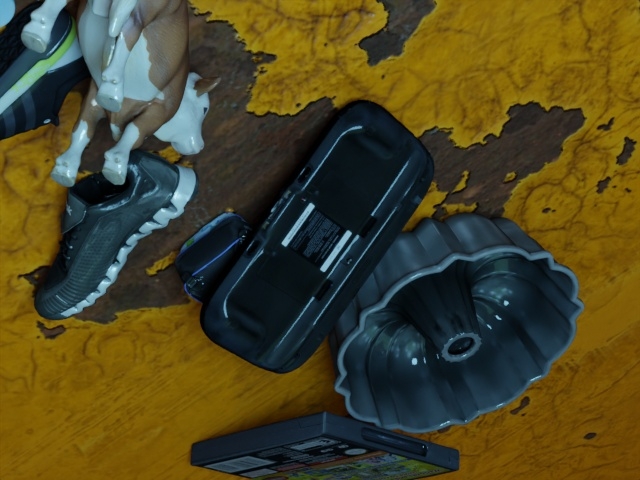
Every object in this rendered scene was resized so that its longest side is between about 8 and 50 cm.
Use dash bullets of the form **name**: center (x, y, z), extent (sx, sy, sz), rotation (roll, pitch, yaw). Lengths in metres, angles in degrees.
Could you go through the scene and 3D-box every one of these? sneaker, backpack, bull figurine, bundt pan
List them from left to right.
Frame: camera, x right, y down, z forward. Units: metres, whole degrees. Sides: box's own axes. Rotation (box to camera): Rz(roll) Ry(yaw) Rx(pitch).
- **sneaker**: center (-0.292, -0.121, 1.078), extent (0.235, 0.084, 0.097), rotation (-39, 136, 15)
- **sneaker**: center (-0.243, -0.014, 1.211), extent (0.234, 0.078, 0.106), rotation (-43, 130, 14)
- **bull figurine**: center (-0.166, -0.154, 1.001), extent (0.101, 0.188, 0.310), rotation (16, 147, 11)
- **backpack**: center (-0.097, 0.030, 1.303), extent (0.105, 0.084, 0.114), rotation (-39, 131, 10)
- **bundt pan**: center (0.157, 0.092, 1.444), extent (0.331, 0.124, 0.330), rotation (-12, 135, -12)

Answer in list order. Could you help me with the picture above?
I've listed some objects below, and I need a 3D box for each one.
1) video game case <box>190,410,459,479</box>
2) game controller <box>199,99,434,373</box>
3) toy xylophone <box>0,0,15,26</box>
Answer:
- **video game case**: center (0.004, 0.293, 1.543), extent (0.248, 0.035, 0.275), rotation (23, 149, -37)
- **game controller**: center (0.000, 0.000, 1.269), extent (0.166, 0.067, 0.319), rotation (35, 89, -35)
- **toy xylophone**: center (-0.410, -0.181, 0.973), extent (0.323, 0.081, 0.236), rotation (-44, 132, 19)
